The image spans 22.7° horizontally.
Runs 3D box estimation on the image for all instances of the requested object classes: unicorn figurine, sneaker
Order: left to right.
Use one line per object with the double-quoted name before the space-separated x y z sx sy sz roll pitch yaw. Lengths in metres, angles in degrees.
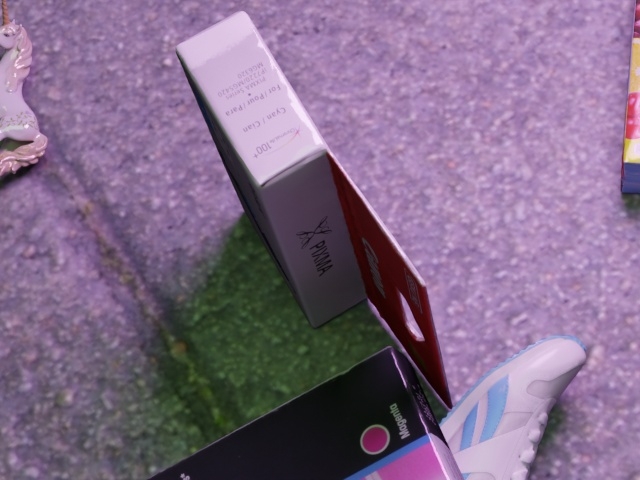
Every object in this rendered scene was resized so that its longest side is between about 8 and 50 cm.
"unicorn figurine" -0.301 -0.131 1.480 0.111 0.060 0.162 -29 82 -6
"sneaker" 0.137 0.170 1.270 0.229 0.087 0.092 -46 71 -3

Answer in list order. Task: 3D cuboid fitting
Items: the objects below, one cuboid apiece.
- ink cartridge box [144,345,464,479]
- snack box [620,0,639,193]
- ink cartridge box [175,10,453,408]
"ink cartridge box" -0.063 0.245 1.225 0.371 0.069 0.176 -31 57 9
"snack box" 0.354 -0.139 1.378 0.174 0.070 0.207 5 68 11
"ink cartridge box" 0.000 0.000 1.242 0.066 0.296 0.261 -30 66 -5
